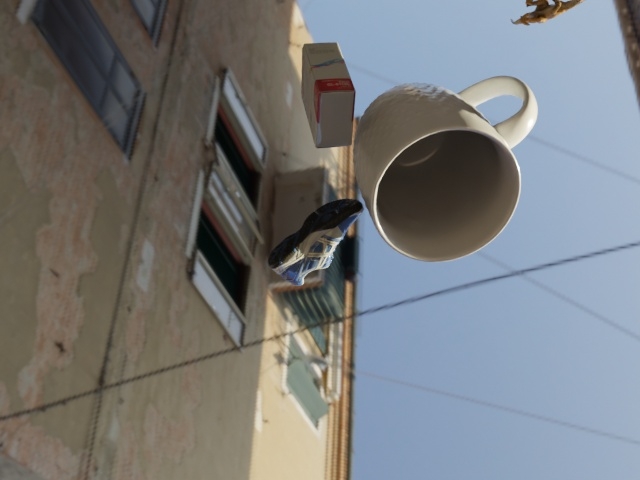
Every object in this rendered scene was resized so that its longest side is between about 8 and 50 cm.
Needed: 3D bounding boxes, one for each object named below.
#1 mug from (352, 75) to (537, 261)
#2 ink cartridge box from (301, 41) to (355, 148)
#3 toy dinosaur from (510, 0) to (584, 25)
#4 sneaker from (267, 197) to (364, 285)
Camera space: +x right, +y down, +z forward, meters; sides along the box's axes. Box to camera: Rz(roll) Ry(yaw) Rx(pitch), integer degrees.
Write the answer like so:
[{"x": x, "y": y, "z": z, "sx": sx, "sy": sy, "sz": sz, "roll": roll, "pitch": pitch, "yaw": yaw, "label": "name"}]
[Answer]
[{"x": 0.239, "y": -0.184, "z": 1.625, "sx": 0.374, "sy": 0.276, "sz": 0.328, "roll": -32, "pitch": -149, "yaw": 10, "label": "mug"}, {"x": 0.013, "y": -0.280, "z": 1.614, "sx": 0.072, "sy": 0.127, "sz": 0.175, "roll": -5, "pitch": -136, "yaw": -8, "label": "ink cartridge box"}, {"x": 0.445, "y": -0.460, "z": 1.729, "sx": 0.211, "sy": 0.112, "sz": 0.064, "roll": -7, "pitch": -93, "yaw": 48, "label": "toy dinosaur"}, {"x": 0.000, "y": 0.000, "z": 1.615, "sx": 0.211, "sy": 0.081, "sz": 0.080, "roll": -39, "pitch": -153, "yaw": 1, "label": "sneaker"}]
